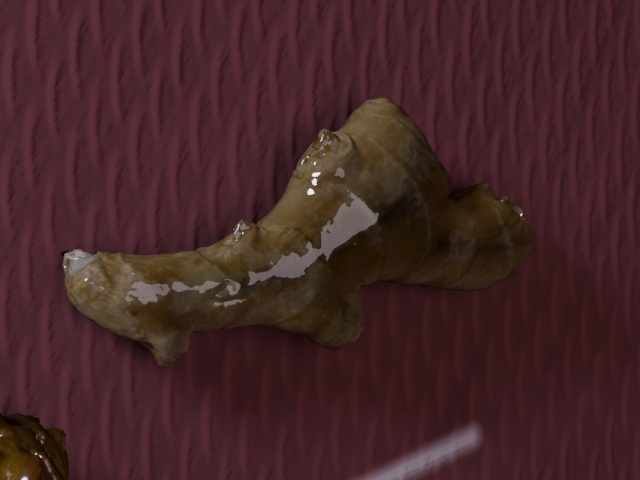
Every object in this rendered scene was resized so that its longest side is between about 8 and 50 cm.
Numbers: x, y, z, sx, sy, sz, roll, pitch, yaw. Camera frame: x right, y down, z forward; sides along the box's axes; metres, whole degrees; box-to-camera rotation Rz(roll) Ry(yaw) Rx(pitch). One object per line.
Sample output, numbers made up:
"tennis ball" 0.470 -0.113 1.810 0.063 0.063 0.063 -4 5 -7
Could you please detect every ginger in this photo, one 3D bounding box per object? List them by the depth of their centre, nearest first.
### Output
"ginger" 0.000 0.000 1.221 0.334 0.081 0.148 -20 119 -30

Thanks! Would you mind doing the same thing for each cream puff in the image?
"cream puff" -0.191 0.130 1.085 0.116 0.122 0.094 4 99 -72
